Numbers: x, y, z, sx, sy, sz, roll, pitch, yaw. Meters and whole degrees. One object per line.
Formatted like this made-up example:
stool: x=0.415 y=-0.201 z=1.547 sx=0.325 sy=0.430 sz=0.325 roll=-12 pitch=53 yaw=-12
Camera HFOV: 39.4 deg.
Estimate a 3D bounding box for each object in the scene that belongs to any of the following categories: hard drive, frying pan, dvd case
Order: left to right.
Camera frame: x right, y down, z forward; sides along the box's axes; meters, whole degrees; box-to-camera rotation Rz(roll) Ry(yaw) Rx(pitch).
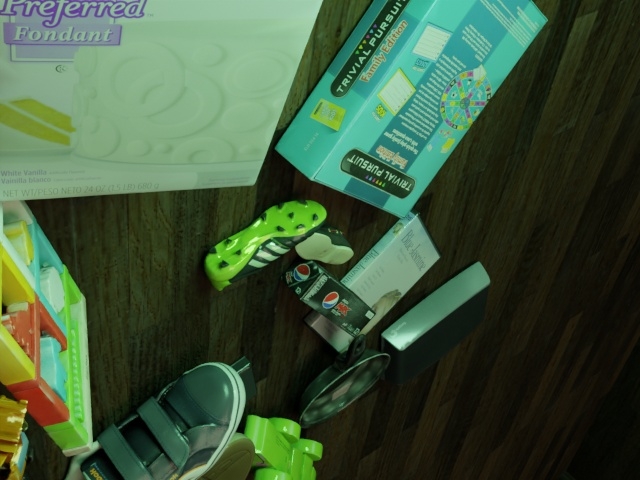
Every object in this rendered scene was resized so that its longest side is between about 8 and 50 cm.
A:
hard drive: x=-0.157 y=0.243 z=1.352 sx=0.135 sy=0.022 sz=0.094 roll=-34 pitch=146 yaw=-22
frying pan: x=0.020 y=0.235 z=1.496 sx=0.197 sy=0.053 sz=0.326 roll=-40 pitch=157 yaw=1
dvd case: x=0.093 y=0.077 z=1.479 sx=0.253 sy=0.022 sz=0.180 roll=-46 pitch=149 yaw=-4
hard drive: x=0.222 y=0.164 z=1.707 sx=0.254 sy=0.054 sz=0.172 roll=-34 pitch=146 yaw=-23

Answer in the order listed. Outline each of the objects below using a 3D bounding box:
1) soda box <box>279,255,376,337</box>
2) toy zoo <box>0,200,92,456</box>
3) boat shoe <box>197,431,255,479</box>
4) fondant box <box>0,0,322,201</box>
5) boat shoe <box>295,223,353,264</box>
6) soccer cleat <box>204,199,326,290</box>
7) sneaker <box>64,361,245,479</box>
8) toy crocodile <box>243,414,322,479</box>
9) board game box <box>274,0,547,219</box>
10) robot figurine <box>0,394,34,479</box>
soda box: x=0.013 y=0.083 z=1.329 sx=0.053 sy=0.060 sz=0.169 roll=-48 pitch=140 yaw=1
toy zoo: x=-0.278 y=0.056 z=0.839 sx=0.030 sy=0.192 sz=0.293 roll=-13 pitch=144 yaw=-2
boat shoe: x=-0.243 y=0.394 z=1.332 sx=0.341 sy=0.110 sz=0.121 roll=-45 pitch=141 yaw=1
fondant box: x=-0.140 y=-0.162 z=0.691 sx=0.238 sy=0.096 sz=0.330 roll=-5 pitch=150 yaw=-21
boat shoe: x=-0.001 y=0.001 z=1.261 sx=0.049 sy=0.042 sz=0.133 roll=-36 pitch=154 yaw=21
soccer cleat: x=-0.072 y=0.004 z=1.166 sx=0.179 sy=0.060 sz=0.072 roll=-29 pitch=154 yaw=-18
sneaker: x=-0.237 y=0.295 z=1.211 sx=0.321 sy=0.126 sz=0.127 roll=-49 pitch=155 yaw=4
toy crocodile: x=-0.073 y=0.389 z=1.553 sx=0.340 sy=0.105 sz=0.115 roll=58 pitch=34 yaw=-57
board game box: x=0.124 y=-0.205 z=1.147 sx=0.336 sy=0.079 sz=0.254 roll=-54 pitch=149 yaw=11
robot figurine: x=-0.377 y=0.208 z=0.848 sx=0.211 sy=0.085 sz=0.291 roll=17 pitch=145 yaw=-18
